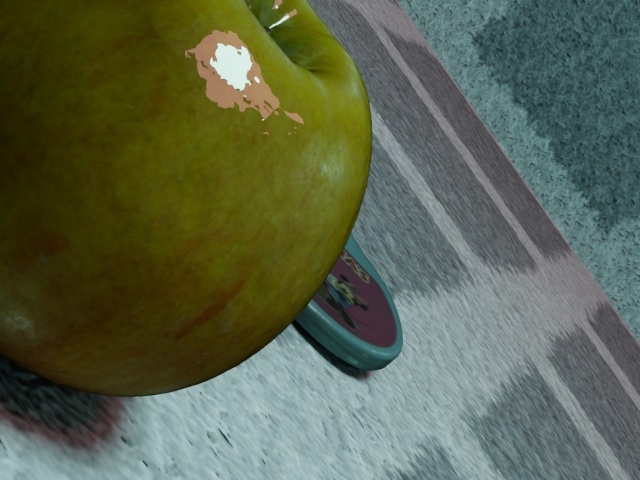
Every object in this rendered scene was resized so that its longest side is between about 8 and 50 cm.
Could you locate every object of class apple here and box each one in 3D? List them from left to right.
[{"bbox_3d":[-0.065,-0.038,0.543,0.182,0.155,0.182,53,12,-16],"label":"apple"}]

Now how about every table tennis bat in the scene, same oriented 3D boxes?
[{"bbox_3d":[0.000,0.000,0.956,0.153,0.040,0.244,47,18,-11],"label":"table tennis bat"}]
